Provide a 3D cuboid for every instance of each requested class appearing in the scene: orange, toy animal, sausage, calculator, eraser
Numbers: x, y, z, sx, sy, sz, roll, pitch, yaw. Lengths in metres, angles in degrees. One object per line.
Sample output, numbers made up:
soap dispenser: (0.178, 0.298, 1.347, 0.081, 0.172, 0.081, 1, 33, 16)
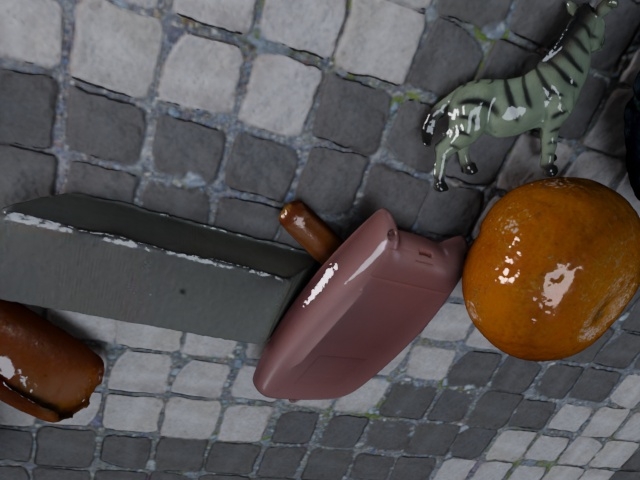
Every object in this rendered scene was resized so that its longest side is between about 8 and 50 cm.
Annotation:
orange: (0.265, 0.033, 0.598, 0.224, 0.170, 0.224, -17, 127, -25)
toy animal: (0.215, -0.153, 0.549, 0.216, 0.073, 0.176, -11, 116, 1)
sausage: (0.000, 0.000, 0.612, 0.039, 0.041, 0.131, -35, 120, 17)
sausage: (-0.393, 0.092, 0.560, 0.102, 0.102, 0.330, -36, 120, 11)
calculator: (0.049, 0.114, 0.660, 0.220, 0.048, 0.330, 14, 122, -39)
eraser: (-0.171, 0.037, 0.583, 0.352, 0.077, 0.111, 15, 119, -19)

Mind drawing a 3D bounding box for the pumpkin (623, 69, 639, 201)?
pumpkin: (0.506, -0.123, 0.508, 0.363, 0.266, 0.364, -7, 125, -10)
